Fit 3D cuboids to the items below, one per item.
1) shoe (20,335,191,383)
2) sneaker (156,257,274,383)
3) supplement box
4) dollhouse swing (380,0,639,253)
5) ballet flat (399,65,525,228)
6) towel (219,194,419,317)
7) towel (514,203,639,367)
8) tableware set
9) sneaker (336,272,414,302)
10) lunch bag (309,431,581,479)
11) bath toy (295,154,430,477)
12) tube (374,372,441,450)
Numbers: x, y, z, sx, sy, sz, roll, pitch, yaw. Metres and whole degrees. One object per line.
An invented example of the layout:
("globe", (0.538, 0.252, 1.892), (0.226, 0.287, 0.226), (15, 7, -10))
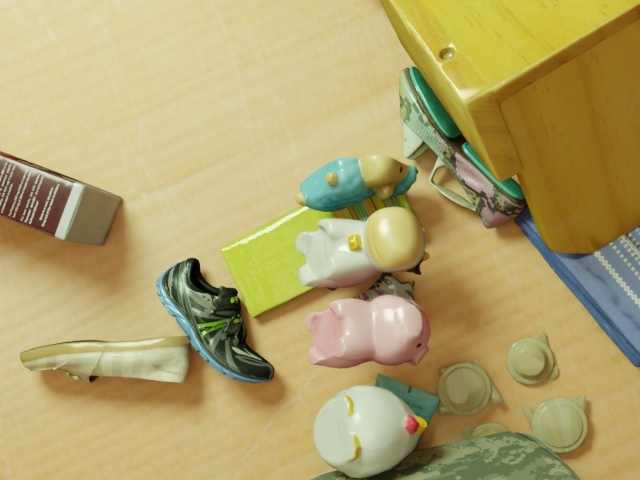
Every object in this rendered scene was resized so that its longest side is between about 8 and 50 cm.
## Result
("shoe", (-0.265, 0.151, 1.151), (0.219, 0.076, 0.058), (-4, 86, 9))
("sneaker", (-0.122, 0.098, 1.138), (0.078, 0.067, 0.188), (-43, 79, 10))
("supplement box", (-0.383, -0.068, 1.156), (0.239, 0.130, 0.073), (20, 89, 8))
("dollhouse swing", (0.288, -0.215, 1.003), (0.347, 0.305, 0.315), (-31, 61, 4))
("ballet flat", (0.149, -0.103, 1.113), (0.079, 0.077, 0.221), (-44, 81, 28))
("towel", (0.000, 0.000, 1.152), (0.237, 0.021, 0.102), (-27, 78, 7))
("towel", (0.425, -0.041, 1.085), (0.336, 0.040, 0.243), (-40, 80, 3))
("tableware set", (0.225, 0.195, 1.105), (0.169, 0.020, 0.141), (-20, 86, 6))
("sneaker", (0.066, 0.059, 1.130), (0.098, 0.038, 0.069), (5, 85, 0))
("lunch bag", (0.145, 0.372, 0.996), (0.305, 0.212, 0.256), (-13, 102, -9))
("bath toy", (0.063, 0.084, 1.048), (0.151, 0.129, 0.348), (-20, 68, 51))
("tube", (0.071, 0.269, 1.111), (0.080, 0.052, 0.207), (21, 87, -6))
